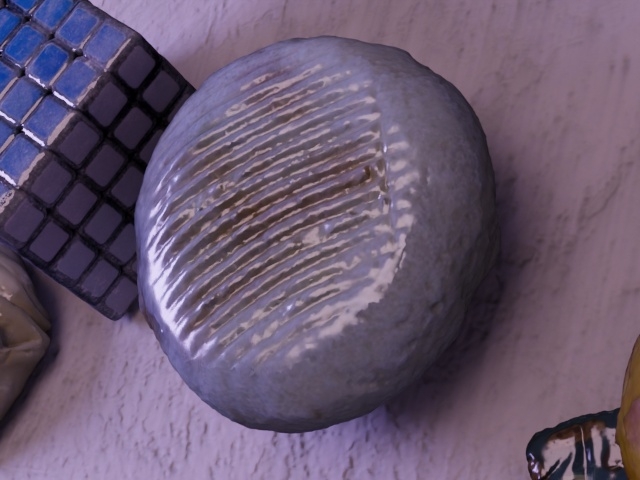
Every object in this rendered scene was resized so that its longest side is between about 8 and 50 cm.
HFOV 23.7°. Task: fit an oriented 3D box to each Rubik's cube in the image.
[{"bbox_3d":[-0.257,-0.099,1.522,0.237,0.238,0.237,35,83,37],"label":"Rubik's cube"}]

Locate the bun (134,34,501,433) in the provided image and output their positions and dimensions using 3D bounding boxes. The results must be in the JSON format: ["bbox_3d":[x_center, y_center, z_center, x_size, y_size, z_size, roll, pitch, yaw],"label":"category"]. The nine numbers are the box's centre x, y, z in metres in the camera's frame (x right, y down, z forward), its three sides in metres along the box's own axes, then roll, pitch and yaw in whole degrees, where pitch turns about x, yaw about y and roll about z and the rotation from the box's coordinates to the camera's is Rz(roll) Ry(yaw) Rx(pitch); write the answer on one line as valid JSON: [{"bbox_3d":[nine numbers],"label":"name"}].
[{"bbox_3d":[0.000,0.000,1.336,0.361,0.211,0.362,-14,58,24],"label":"bun"}]

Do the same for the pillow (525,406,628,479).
[{"bbox_3d":[0.255,0.247,1.170,0.188,0.034,0.256,-18,61,27],"label":"pillow"}]

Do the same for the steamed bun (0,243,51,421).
[{"bbox_3d":[-0.397,0.094,1.583,0.218,0.144,0.211,-50,51,1],"label":"steamed bun"}]

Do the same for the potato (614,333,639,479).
[{"bbox_3d":[0.332,0.148,1.036,0.237,0.300,0.289,-46,26,25],"label":"potato"}]
